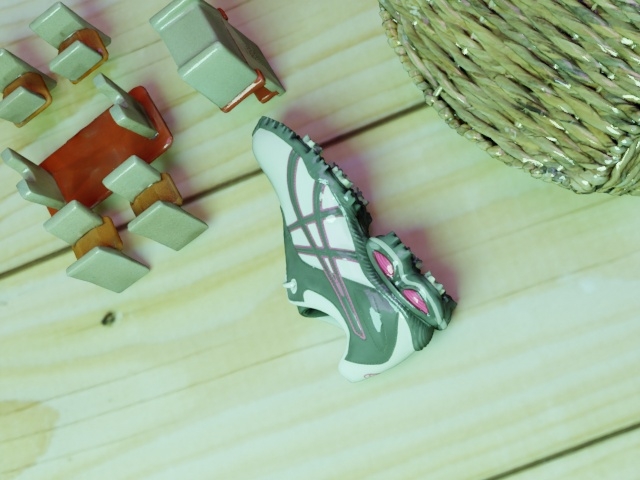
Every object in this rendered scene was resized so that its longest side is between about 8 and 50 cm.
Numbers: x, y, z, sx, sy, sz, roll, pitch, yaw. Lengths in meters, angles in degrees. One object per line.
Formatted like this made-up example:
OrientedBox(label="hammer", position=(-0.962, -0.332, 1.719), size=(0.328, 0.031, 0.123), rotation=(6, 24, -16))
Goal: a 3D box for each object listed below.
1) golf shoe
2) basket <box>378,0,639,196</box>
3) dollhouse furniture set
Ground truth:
OrientedBox(label="golf shoe", position=(0.000, 0.000, 1.141), size=(0.120, 0.105, 0.273), rotation=(-41, 64, 5))
OrientedBox(label="basket", position=(0.229, -0.179, 1.151), size=(0.299, 0.223, 0.213), rotation=(46, 119, 25))
OrientedBox(label="dollhouse furniture set", position=(-0.176, -0.114, 1.241), size=(0.259, 0.135, 0.262), rotation=(-36, 63, 12))
